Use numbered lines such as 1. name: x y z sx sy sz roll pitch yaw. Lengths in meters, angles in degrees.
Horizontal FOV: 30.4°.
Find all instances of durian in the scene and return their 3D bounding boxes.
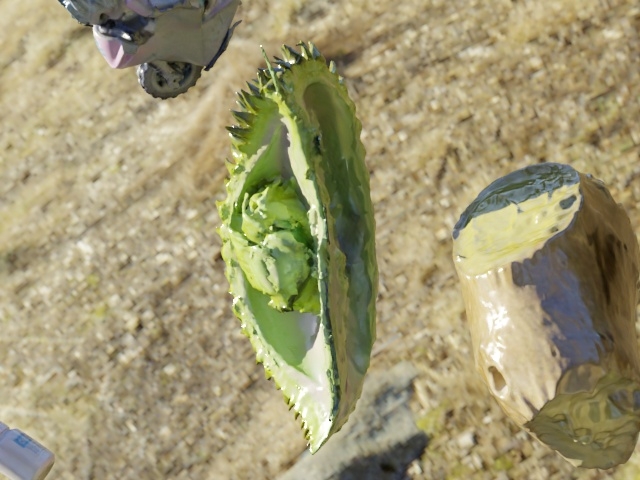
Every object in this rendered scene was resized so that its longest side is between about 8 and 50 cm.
1. durian: -0.003 -0.006 1.067 0.158 0.355 0.169 -12 13 -17

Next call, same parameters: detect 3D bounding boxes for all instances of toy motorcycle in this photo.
1. toy motorcycle: -0.175 -0.262 1.237 0.108 0.204 0.239 41 115 48

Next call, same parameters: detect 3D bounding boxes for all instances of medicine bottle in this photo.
1. medicine bottle: -0.359 0.248 1.378 0.089 0.052 0.052 33 63 5

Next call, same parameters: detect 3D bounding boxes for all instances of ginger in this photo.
1. ginger: 0.198 0.062 0.945 0.130 0.221 0.275 -26 12 35
